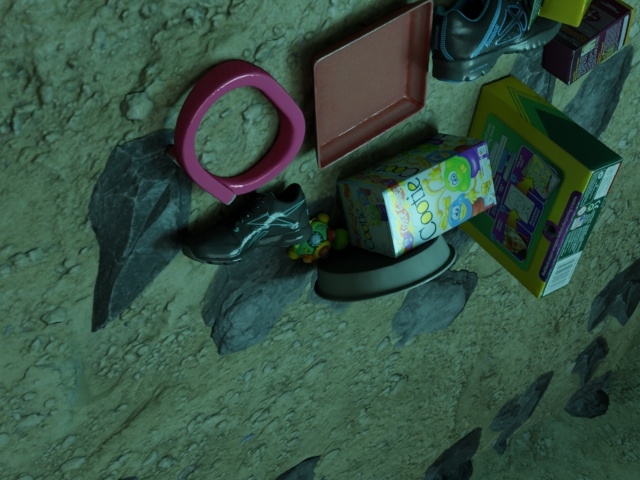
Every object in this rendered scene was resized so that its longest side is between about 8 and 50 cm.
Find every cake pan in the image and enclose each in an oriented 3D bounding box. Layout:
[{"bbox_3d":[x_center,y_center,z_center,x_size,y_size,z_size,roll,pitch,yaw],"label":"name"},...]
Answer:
[{"bbox_3d":[0.121,0.037,1.975,0.293,0.293,0.054,-27,110,-29],"label":"cake pan"}]

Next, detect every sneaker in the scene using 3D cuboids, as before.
[{"bbox_3d":[-0.131,-0.031,1.758,0.267,0.101,0.106,-18,119,-39],"label":"sneaker"},{"bbox_3d":[0.332,-0.410,1.823,0.341,0.125,0.139,-35,129,-34],"label":"sneaker"}]

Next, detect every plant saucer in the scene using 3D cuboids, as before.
[{"bbox_3d":[0.081,-0.279,1.745,0.259,0.048,0.258,-32,147,-21],"label":"plant saucer"}]

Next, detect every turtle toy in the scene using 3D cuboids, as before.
[{"bbox_3d":[0.000,0.000,1.953,0.130,0.066,0.095,-16,138,-40],"label":"turtle toy"}]

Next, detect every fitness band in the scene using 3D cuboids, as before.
[{"bbox_3d":[-0.131,-0.170,1.608,0.209,0.054,0.291,-47,151,1],"label":"fitness band"}]

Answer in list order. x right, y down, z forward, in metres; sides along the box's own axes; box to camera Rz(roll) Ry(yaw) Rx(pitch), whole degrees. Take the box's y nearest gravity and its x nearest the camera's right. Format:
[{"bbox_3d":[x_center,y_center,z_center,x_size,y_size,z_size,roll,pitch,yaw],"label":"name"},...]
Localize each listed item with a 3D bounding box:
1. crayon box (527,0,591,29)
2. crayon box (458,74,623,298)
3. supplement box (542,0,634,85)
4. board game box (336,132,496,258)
[{"bbox_3d":[0.472,-0.527,1.769,0.323,0.083,0.203,-56,160,-38],"label":"crayon box"},{"bbox_3d":[0.437,-0.111,2.112,0.106,0.313,0.363,-21,142,-30],"label":"crayon box"},{"bbox_3d":[0.571,-0.431,2.127,0.188,0.081,0.104,-35,148,-18],"label":"supplement box"},{"bbox_3d":[0.193,-0.093,1.960,0.275,0.142,0.144,-27,116,-29],"label":"board game box"}]
